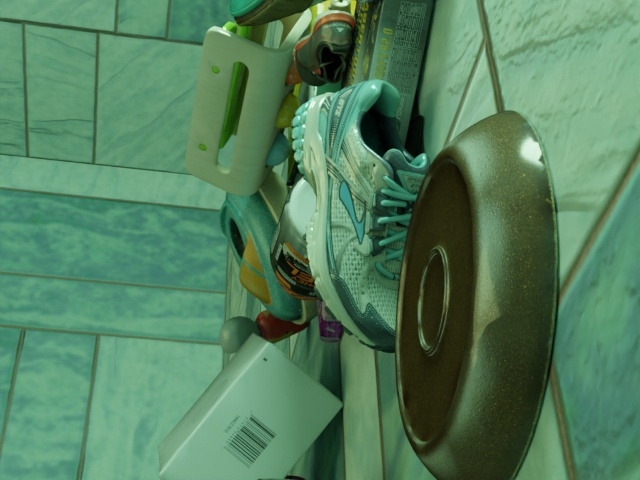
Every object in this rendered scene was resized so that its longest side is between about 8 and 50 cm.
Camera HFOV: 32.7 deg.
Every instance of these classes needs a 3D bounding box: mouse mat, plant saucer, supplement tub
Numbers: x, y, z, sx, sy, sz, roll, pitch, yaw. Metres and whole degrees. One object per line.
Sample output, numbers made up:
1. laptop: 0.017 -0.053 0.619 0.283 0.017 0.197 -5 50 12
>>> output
1. mouse mat: 0.086 -0.037 1.198 0.152 0.007 0.189 172 103 -81
2. plant saucer: 0.108 0.049 0.859 0.310 0.050 0.310 -174 90 -82
3. supplement tub: 0.000 0.000 1.371 0.190 0.117 0.117 111 162 -63

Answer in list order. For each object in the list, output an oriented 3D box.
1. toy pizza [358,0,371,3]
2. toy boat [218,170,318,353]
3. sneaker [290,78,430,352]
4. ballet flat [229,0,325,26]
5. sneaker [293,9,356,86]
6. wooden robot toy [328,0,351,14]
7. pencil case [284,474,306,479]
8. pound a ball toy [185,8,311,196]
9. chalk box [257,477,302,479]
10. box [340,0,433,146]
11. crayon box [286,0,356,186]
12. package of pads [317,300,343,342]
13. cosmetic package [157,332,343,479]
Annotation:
1. toy pizza: 0.081 -0.343 1.137 0.201 0.032 0.201 -58 15 26
2. toy boat: -0.087 0.061 1.684 0.318 0.148 0.267 93 153 -47
3. sneaker: 0.052 -0.031 1.077 0.122 0.110 0.283 -26 70 36
4. ballet flat: 0.018 -0.368 1.297 0.342 0.124 0.116 -52 34 36
5. sneaker: 0.002 -0.212 1.299 0.158 0.061 0.064 118 152 -69
6. wooden robot toy: 0.041 -0.272 1.456 0.079 0.076 0.173 89 -179 -57
7. pencil case: -0.058 0.440 1.527 0.095 0.098 0.209 105 166 -48
8. pound a ball toy: -0.072 -0.240 1.527 0.319 0.136 0.208 108 -172 -47
9. chalk box: 0.002 0.311 1.100 0.213 0.132 0.132 128 147 -76
10. box: 0.064 -0.179 1.240 0.183 0.056 0.231 -106 25 -70
11. crayon box: 0.008 -0.260 1.608 0.202 0.081 0.318 115 159 -65
12. package of pads: 0.014 0.095 1.500 0.083 0.032 0.050 -94 10 -49
13. cosmetic package: -0.103 0.259 1.507 0.224 0.138 0.225 -50 7 -6
